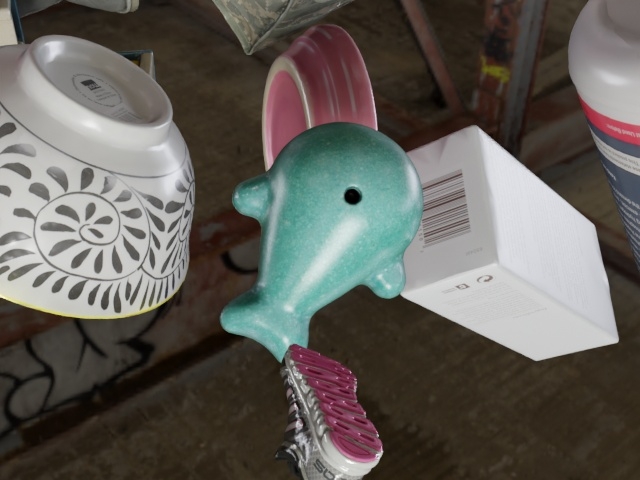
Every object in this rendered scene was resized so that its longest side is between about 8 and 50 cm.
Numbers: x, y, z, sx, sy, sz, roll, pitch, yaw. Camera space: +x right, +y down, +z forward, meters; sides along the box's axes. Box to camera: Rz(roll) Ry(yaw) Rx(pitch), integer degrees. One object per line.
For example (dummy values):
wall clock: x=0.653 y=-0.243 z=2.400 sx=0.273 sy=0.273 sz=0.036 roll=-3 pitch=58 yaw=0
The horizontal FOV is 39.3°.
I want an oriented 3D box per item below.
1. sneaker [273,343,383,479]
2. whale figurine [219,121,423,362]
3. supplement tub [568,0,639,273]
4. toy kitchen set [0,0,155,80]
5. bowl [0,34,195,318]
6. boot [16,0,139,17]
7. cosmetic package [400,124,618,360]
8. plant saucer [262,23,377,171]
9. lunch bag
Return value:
sneaker: x=-0.006 y=0.142 z=0.690 sx=0.063 sy=0.075 sz=0.170 roll=23 pitch=-164 yaw=-23
whale figurine: x=0.000 y=0.000 z=0.962 sx=0.216 sy=0.141 sz=0.272 roll=33 pitch=-96 yaw=-4
supplement tub: x=0.262 y=-0.029 z=0.485 sx=0.191 sy=0.272 sz=0.191 roll=-22 pitch=-151 yaw=13
toy kitchen set: x=-0.251 y=-0.233 z=0.865 sx=0.166 sy=0.207 sz=0.122 roll=-6 pitch=-138 yaw=-10
bowl: x=-0.125 y=-0.049 z=0.447 sx=0.170 sy=0.080 sz=0.170 roll=27 pitch=-152 yaw=-16
boot: x=-0.311 y=-0.247 z=0.914 sx=0.208 sy=0.076 sz=0.189 roll=-24 pitch=-150 yaw=-29
cosmetic package: x=0.300 y=0.024 z=1.428 sx=0.161 sy=0.453 sz=0.230 roll=-21 pitch=-121 yaw=32
plant saucer: x=-0.014 y=-0.147 z=1.314 sx=0.084 sy=0.332 sz=0.332 roll=-6 pitch=-142 yaw=-20
lunch bag: x=0.007 y=-0.399 z=1.173 sx=0.235 sy=0.287 sz=0.169 roll=-36 pitch=-86 yaw=-30
